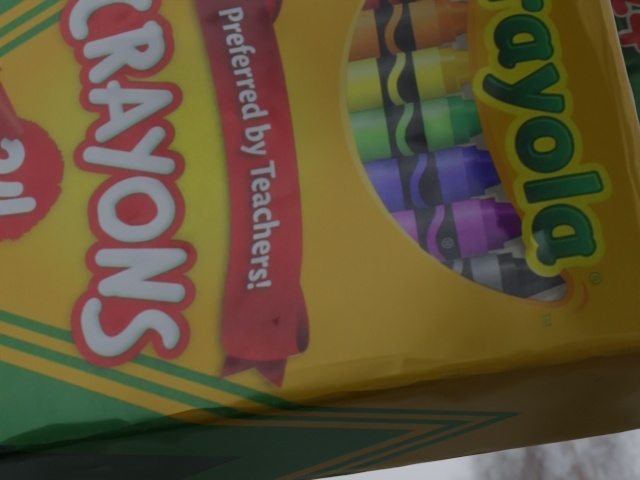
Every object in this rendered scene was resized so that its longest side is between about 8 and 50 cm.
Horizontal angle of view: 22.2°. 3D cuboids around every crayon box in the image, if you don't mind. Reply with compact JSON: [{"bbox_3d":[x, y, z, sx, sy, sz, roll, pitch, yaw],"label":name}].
[{"bbox_3d":[0.003,-0.023,0.586,0.318,0.202,0.081,-10,-27,3],"label":"crayon box"}]
